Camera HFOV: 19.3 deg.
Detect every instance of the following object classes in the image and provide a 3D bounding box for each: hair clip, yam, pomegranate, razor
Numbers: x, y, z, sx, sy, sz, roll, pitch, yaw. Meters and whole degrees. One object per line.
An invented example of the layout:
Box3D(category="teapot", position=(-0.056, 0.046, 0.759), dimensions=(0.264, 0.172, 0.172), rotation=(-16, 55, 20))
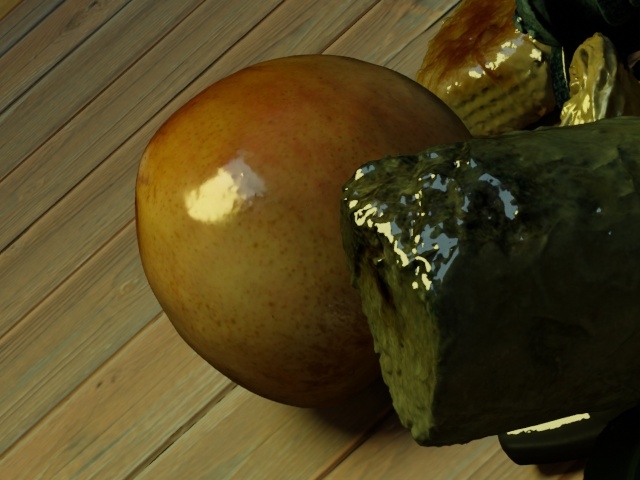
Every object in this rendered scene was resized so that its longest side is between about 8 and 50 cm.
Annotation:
Box3D(category="hair clip", position=(0.246, -0.260, 1.612), dimensions=(0.194, 0.206, 0.310), rotation=(-23, 54, 37))
Box3D(category="yam", position=(0.168, 0.018, 1.198), dimensions=(0.300, 0.195, 0.195), rotation=(-10, 23, -13))
Box3D(category="pomegranate", position=(0.000, 0.000, 1.547), dimensions=(0.319, 0.319, 0.319), rotation=(-31, 27, 18))
Box3D(category="razor", position=(0.196, 0.113, 1.344), dimensions=(0.148, 0.054, 0.090), rotation=(-23, 31, 34))

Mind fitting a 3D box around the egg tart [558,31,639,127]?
Box3D(category="egg tart", position=(0.223, -0.037, 1.411), dimensions=(0.106, 0.241, 0.241), rotation=(5, 39, 7))

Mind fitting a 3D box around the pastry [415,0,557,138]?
Box3D(category="pastry", position=(0.181, -0.179, 1.775), dimensions=(0.192, 0.093, 0.182), rotation=(-30, 30, 37))

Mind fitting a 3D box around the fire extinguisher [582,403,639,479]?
Box3D(category="fire extinguisher", position=(0.290, 0.156, 1.112), dimensions=(0.294, 0.118, 0.093), rotation=(3, 84, 55))
